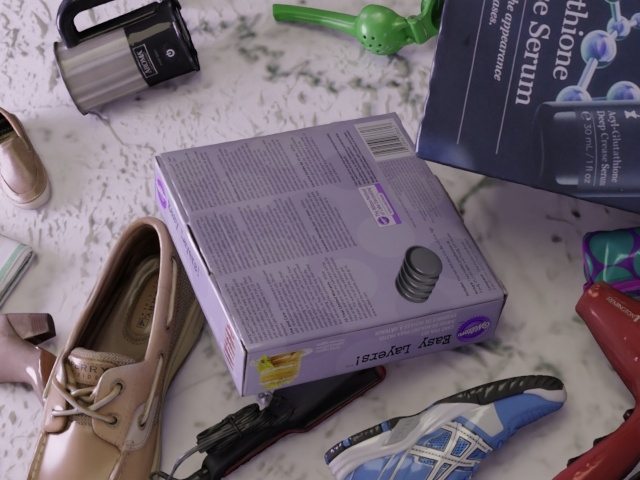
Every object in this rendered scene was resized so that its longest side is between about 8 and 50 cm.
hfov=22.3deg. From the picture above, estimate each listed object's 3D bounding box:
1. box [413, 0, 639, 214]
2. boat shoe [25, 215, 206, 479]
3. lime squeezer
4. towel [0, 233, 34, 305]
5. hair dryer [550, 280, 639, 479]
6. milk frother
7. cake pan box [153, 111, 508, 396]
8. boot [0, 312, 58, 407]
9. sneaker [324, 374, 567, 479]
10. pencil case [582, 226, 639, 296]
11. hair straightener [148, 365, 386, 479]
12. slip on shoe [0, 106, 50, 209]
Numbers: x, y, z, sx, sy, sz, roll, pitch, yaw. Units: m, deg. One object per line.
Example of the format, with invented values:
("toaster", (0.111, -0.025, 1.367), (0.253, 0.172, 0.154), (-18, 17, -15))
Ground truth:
("box", (0.316, -0.173, 1.364), (0.395, 0.212, 0.294), (16, 104, 26))
("boat shoe", (-0.201, 0.138, 1.466), (0.121, 0.110, 0.341), (4, 59, 21))
("lime squeezer", (0.100, -0.239, 1.662), (0.310, 0.059, 0.110), (-15, 28, 13))
("towel", (-0.375, 0.034, 1.650), (0.152, 0.023, 0.113), (17, 62, 29))
("hair dryer", (0.254, 0.155, 1.300), (0.223, 0.080, 0.294), (2, 54, -3))
("milk frother", (-0.210, -0.219, 1.728), (0.134, 0.129, 0.143), (-20, 11, 4))
("cake pan box", (0.000, 0.000, 1.460), (0.245, 0.070, 0.267), (-11, 49, -21))
("boot", (-0.293, 0.121, 1.555), (0.087, 0.042, 0.118), (-19, 52, 13))
("sneaker", (0.113, 0.174, 1.375), (0.211, 0.080, 0.081), (-23, 80, -1))
("pencil case", (0.305, 0.019, 1.409), (0.151, 0.064, 0.070), (-5, 40, 16))
("hair straightener", (-0.053, 0.148, 1.425), (0.230, 0.089, 0.047), (-30, 56, -3))
("slip on shoe", (-0.320, -0.089, 1.697), (0.051, 0.041, 0.135), (-24, 54, 1))
